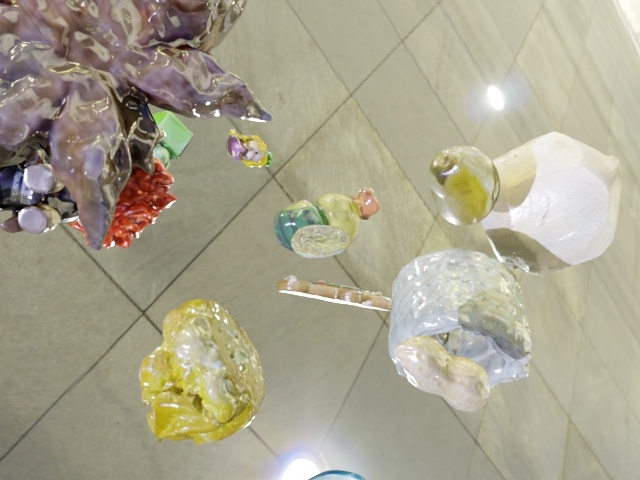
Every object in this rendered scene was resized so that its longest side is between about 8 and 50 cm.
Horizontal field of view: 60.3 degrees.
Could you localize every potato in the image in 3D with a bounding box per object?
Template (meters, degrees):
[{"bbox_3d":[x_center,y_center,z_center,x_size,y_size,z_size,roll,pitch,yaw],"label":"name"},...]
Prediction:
[{"bbox_3d":[0.281,-0.120,1.111,0.194,0.157,0.157,32,51,-53],"label":"potato"}]

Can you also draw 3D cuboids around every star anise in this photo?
[{"bbox_3d":[-0.190,-0.147,0.477,0.314,0.108,0.316,2,84,-19],"label":"star anise"}]

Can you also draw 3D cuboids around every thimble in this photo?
[{"bbox_3d":[0.286,0.168,1.130,0.291,0.291,0.195,39,42,-29],"label":"thimble"}]

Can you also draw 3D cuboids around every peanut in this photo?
[{"bbox_3d":[0.182,0.195,0.811,0.187,0.082,0.082,31,52,-19],"label":"peanut"}]

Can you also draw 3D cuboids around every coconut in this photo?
[{"bbox_3d":[0.597,-0.098,1.423,0.346,0.360,0.347,51,25,-36],"label":"coconut"}]

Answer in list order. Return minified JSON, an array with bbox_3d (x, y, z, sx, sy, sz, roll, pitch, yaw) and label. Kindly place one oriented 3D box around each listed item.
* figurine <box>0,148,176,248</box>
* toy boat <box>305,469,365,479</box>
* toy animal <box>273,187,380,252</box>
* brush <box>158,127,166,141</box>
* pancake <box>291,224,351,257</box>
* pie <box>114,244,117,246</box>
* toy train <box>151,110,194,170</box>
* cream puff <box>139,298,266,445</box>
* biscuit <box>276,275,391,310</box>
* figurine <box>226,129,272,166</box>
[{"bbox_3d":[-0.436,-0.101,0.939,0.411,0.305,0.241,-17,106,-62],"label":"figurine"},{"bbox_3d":[0.007,0.531,1.121,0.096,0.299,0.061,47,48,9],"label":"toy boat"},{"bbox_3d":[0.014,-0.053,1.800,0.337,0.216,0.191,-14,90,-23],"label":"toy animal"},{"bbox_3d":[-0.503,-0.248,1.371,0.062,0.265,0.027,-70,151,-49],"label":"brush"},{"bbox_3d":[0.001,0.000,0.948,0.108,0.107,0.017,-45,144,-46],"label":"pancake"},{"bbox_3d":[-0.528,-0.014,1.353,0.084,0.084,0.021,45,75,-24],"label":"pie"},{"bbox_3d":[-0.479,-0.258,1.530,0.132,0.243,0.188,48,58,-36],"label":"toy train"},{"bbox_3d":[-0.296,0.319,1.307,0.325,0.257,0.291,60,3,12],"label":"cream puff"},{"bbox_3d":[0.039,0.131,1.377,0.301,0.197,0.049,12,85,-12],"label":"biscuit"},{"bbox_3d":[-0.216,-0.286,1.689,0.156,0.095,0.115,5,52,-42],"label":"figurine"}]
